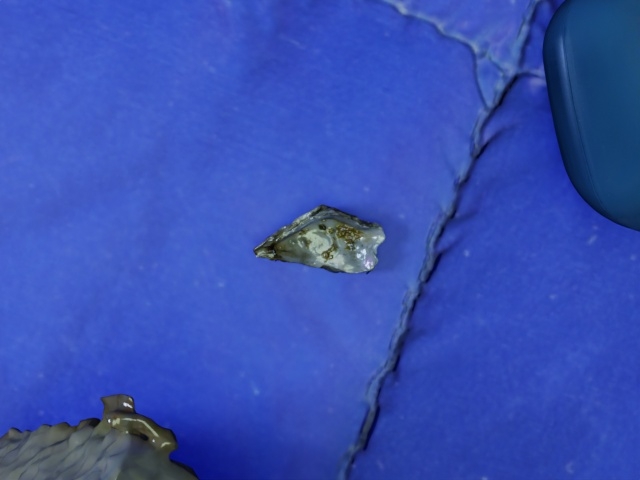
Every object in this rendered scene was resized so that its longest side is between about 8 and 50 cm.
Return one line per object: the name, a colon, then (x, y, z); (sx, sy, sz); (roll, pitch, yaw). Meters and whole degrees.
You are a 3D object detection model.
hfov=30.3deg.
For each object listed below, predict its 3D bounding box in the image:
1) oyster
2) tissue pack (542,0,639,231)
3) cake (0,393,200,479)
oyster: (0.000, -0.003, 0.861); (0.093, 0.034, 0.051); (13, 110, -18)
tissue pack: (0.308, -0.117, 0.794); (0.287, 0.206, 0.198); (-13, 95, -5)
cake: (-0.161, 0.308, 0.717); (0.314, 0.293, 0.307); (48, 58, -16)
